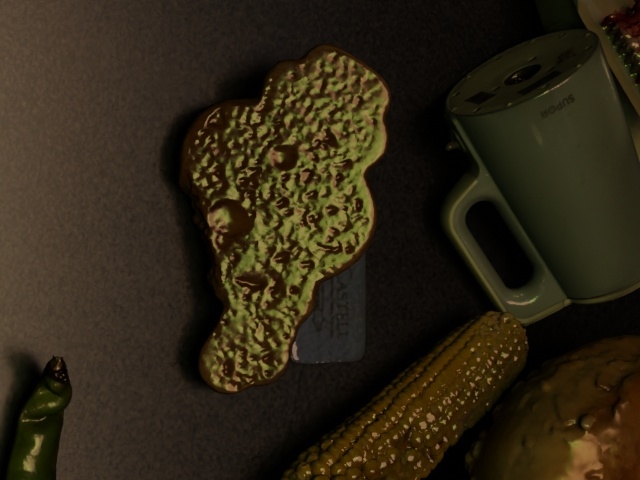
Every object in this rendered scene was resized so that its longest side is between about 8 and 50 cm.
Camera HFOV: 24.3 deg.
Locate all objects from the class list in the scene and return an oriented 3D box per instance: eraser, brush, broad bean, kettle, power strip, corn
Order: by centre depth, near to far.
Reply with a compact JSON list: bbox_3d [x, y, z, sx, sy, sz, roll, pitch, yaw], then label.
[{"bbox_3d":[-0.237,0.184,1.230,0.046,0.061,0.195,11,96,-7],"label":"broad bean"},{"bbox_3d":[0.000,0.000,1.375,0.082,0.036,0.225,0,90,-28],"label":"eraser"},{"bbox_3d":[0.076,0.179,1.389,0.320,0.097,0.097,-39,108,-25],"label":"corn"},{"bbox_3d":[0.271,-0.242,1.431,0.060,0.050,0.321,-29,84,-15],"label":"brush"},{"bbox_3d":[0.218,-0.049,1.449,0.210,0.160,0.243,-30,111,-7],"label":"kettle"},{"bbox_3d":[0.293,-0.140,1.521,0.048,0.080,0.286,-26,105,-22],"label":"power strip"}]

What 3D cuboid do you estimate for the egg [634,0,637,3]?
[{"bbox_3d":[0.414,-0.216,1.510,0.218,0.218,0.295,-2,99,-30],"label":"egg"}]

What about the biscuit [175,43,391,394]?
[{"bbox_3d":[-0.042,-0.019,1.316,0.183,0.047,0.320,8,90,-2],"label":"biscuit"}]

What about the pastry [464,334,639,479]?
[{"bbox_3d":[0.258,0.232,1.435,0.315,0.184,0.284,-36,120,-34],"label":"pastry"}]
